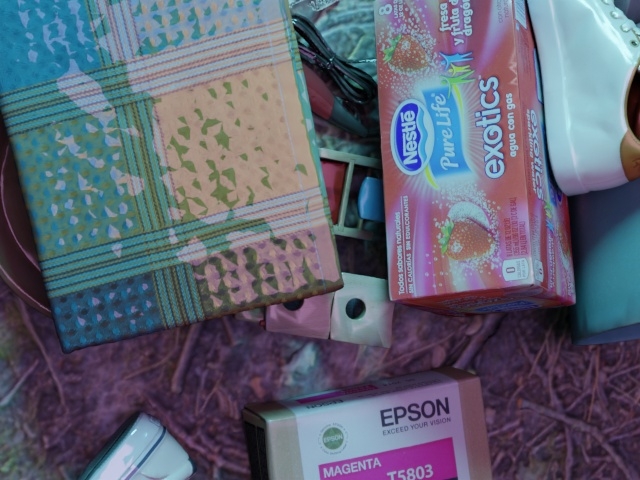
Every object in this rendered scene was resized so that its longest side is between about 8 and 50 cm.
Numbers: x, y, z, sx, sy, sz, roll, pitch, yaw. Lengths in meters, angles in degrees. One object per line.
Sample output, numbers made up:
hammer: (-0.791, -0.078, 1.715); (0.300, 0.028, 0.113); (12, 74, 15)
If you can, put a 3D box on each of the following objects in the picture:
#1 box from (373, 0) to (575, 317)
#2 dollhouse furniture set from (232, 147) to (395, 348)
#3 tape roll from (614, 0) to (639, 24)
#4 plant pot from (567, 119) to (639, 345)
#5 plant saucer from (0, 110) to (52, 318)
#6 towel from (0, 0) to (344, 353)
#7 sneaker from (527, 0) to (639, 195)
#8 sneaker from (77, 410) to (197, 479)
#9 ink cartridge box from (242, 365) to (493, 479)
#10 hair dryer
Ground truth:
box: (0.150, -0.085, 1.247); (0.142, 0.154, 0.300); (-8, 78, 25)
dollhouse furniture set: (0.000, 0.000, 1.261); (0.129, 0.129, 0.184); (10, 88, -19)
tape roll: (0.272, -0.317, 1.304); (0.072, 0.219, 0.219); (-24, 98, -16)
plant pot: (0.376, -0.036, 1.318); (0.293, 0.293, 0.235); (-8, 79, -19)
plant saucer: (-0.186, -0.050, 1.208); (0.277, 0.041, 0.278); (0, 100, -2)
towel: (-0.143, -0.108, 1.154); (0.271, 0.040, 0.370); (-13, 93, -2)
sneaker: (0.268, -0.193, 1.220); (0.106, 0.123, 0.290); (5, 76, -63)
sneaker: (-0.215, 0.284, 1.209); (0.091, 0.094, 0.258); (42, 77, -10)
ink cartridge box: (0.054, 0.244, 1.304); (0.234, 0.088, 0.193); (-9, 95, -18)
hair dryer: (-0.050, -0.180, 1.269); (0.293, 0.080, 0.224); (-23, 99, -16)
